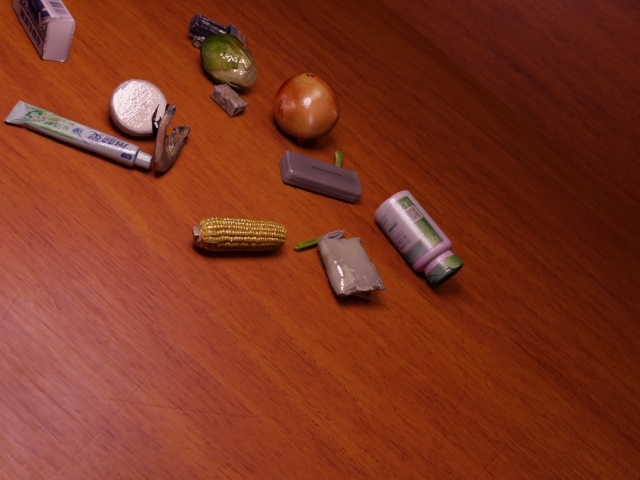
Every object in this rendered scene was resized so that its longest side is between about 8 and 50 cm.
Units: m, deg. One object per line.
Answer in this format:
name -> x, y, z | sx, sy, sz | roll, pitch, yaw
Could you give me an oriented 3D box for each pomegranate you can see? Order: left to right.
pomegranate -> -0.043, -0.403, 1.538 | 0.209, 0.209, 0.209 | 21, 42, -21

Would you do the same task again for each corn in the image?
corn -> -0.180, -0.013, 1.149 | 0.238, 0.080, 0.080 | 3, 51, -40

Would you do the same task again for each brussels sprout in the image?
brussels sprout -> -0.280, -0.539, 1.533 | 0.181, 0.143, 0.161 | 40, -6, 24

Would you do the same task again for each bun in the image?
bun -> -0.444, -0.314, 1.229 | 0.138, 0.094, 0.138 | 2, 86, -36

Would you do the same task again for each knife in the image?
knife -> 0.000, 0.000, 1.320 | 0.022, 0.025, 0.184 | 17, 24, 42

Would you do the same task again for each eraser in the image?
eraser -> -0.684, -0.558, 1.247 | 0.068, 0.124, 0.210 | -16, 63, -45

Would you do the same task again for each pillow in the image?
pillow -> 0.069, 0.062, 1.269 | 0.134, 0.077, 0.181 | 4, 49, -35

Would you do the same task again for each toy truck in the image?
toy truck -> -0.330, -0.652, 1.638 | 0.192, 0.092, 0.083 | 18, 42, -24

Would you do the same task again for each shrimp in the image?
shrimp -> -0.357, -0.258, 1.203 | 0.046, 0.152, 0.219 | 10, 35, 0

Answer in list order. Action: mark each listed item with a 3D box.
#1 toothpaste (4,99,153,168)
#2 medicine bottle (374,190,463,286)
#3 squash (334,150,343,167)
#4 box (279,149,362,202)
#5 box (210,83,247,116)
toothpaste -> -0.521, -0.227, 1.120 | 0.297, 0.048, 0.074 | 20, 47, -16
medicine bottle -> 0.283, -0.003, 1.454 | 0.134, 0.133, 0.274 | -18, 63, -46
squash -> 0.057, -0.255, 1.609 | 0.027, 0.027, 0.089 | 22, 43, -19
box -> 0.003, -0.184, 1.473 | 0.244, 0.055, 0.103 | 14, 45, -28
box -> -0.269, -0.412, 1.491 | 0.098, 0.045, 0.062 | 46, 39, 7
